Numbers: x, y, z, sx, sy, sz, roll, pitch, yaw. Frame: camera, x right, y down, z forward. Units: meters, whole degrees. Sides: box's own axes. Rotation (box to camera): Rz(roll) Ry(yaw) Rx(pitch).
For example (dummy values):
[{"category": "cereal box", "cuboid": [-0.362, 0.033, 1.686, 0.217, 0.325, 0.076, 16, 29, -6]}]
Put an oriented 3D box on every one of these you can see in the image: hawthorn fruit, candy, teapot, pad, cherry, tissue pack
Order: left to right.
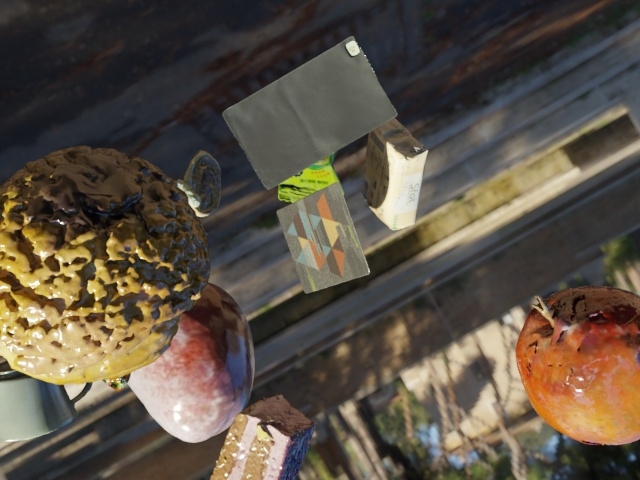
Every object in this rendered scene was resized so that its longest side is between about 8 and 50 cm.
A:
[{"category": "teapot", "cuboid": [-0.514, 0.255, 1.889, 0.239, 0.149, 0.162, -15, -172, -27]}, {"category": "candy", "cuboid": [-0.357, 0.175, 1.791, 0.049, 0.185, 0.055, -17, 137, -15]}, {"category": "cherry", "cuboid": [-0.280, 0.256, 2.265, 0.291, 0.335, 0.326, -17, 171, -20]}, {"category": "pad", "cuboid": [-0.014, -0.157, 1.337, 0.193, 0.116, 0.004, -30, -170, 7]}, {"category": "candy", "cuboid": [-0.017, -0.192, 2.212, 0.149, 0.246, 0.069, 4, 175, -7]}, {"category": "pad", "cuboid": [0.000, 0.000, 1.605, 0.003, 0.143, 0.211, -19, 178, -29]}, {"category": "tissue pack", "cuboid": [0.174, -0.164, 2.587, 0.090, 0.186, 0.222, -11, 128, -25]}, {"category": "hawthorn fruit", "cuboid": [0.443, 0.187, 1.797, 0.276, 0.307, 0.276, -33, -142, 30]}]

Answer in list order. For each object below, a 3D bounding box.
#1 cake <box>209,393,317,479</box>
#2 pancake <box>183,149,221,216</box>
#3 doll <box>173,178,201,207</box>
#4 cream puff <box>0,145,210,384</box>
[{"category": "cake", "cuboid": [-0.117, 0.386, 1.691, 0.295, 0.116, 0.113, -66, 154, -3]}, {"category": "pancake", "cuboid": [-0.262, -0.127, 2.398, 0.025, 0.152, 0.151, 2, -168, 29]}, {"category": "doll", "cuboid": [-0.361, -0.080, 2.323, 0.214, 0.103, 0.071, -10, 159, 11]}, {"category": "cream puff", "cuboid": [-0.309, 0.013, 1.362, 0.343, 0.327, 0.231, 7, 133, -12]}]
